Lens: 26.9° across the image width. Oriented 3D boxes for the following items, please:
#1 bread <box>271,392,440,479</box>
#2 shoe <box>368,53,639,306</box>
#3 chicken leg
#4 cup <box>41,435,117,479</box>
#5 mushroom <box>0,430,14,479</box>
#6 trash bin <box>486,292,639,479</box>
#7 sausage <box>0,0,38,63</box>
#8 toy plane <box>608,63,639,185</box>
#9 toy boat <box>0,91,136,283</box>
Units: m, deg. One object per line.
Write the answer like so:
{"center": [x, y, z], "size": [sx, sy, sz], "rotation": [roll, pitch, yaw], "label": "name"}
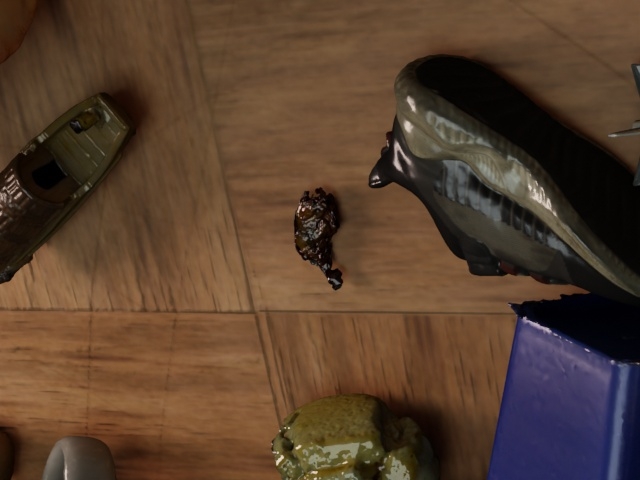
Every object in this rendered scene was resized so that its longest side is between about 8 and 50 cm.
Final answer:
{"center": [0.048, 0.190, 1.045], "size": [0.110, 0.103, 0.156], "rotation": [-28, 105, 21], "label": "bread"}
{"center": [0.129, -0.025, 0.904], "size": [0.227, 0.099, 0.112], "rotation": [42, 131, 6], "label": "shoe"}
{"center": [-0.002, -0.001, 1.015], "size": [0.036, 0.021, 0.083], "rotation": [2, 115, 14], "label": "chicken leg"}
{"center": [-0.233, 0.327, 1.177], "size": [0.257, 0.227, 0.301], "rotation": [151, 123, -61], "label": "cup"}
{"center": [-0.382, 0.190, 1.262], "size": [0.209, 0.071, 0.084], "rotation": [13, 148, 22], "label": "mushroom"}
{"center": [0.191, 0.155, 0.911], "size": [0.184, 0.163, 0.234], "rotation": [28, 121, 53], "label": "trash bin"}
{"center": [-0.385, -0.163, 0.992], "size": [0.287, 0.233, 0.233], "rotation": [-28, 100, 31], "label": "sausage"}
{"center": [0.295, -0.071, 0.820], "size": [0.226, 0.058, 0.225], "rotation": [0, 103, 21], "label": "toy plane"}
{"center": [-0.225, -0.038, 1.062], "size": [0.068, 0.088, 0.226], "rotation": [49, 125, -3], "label": "toy boat"}
